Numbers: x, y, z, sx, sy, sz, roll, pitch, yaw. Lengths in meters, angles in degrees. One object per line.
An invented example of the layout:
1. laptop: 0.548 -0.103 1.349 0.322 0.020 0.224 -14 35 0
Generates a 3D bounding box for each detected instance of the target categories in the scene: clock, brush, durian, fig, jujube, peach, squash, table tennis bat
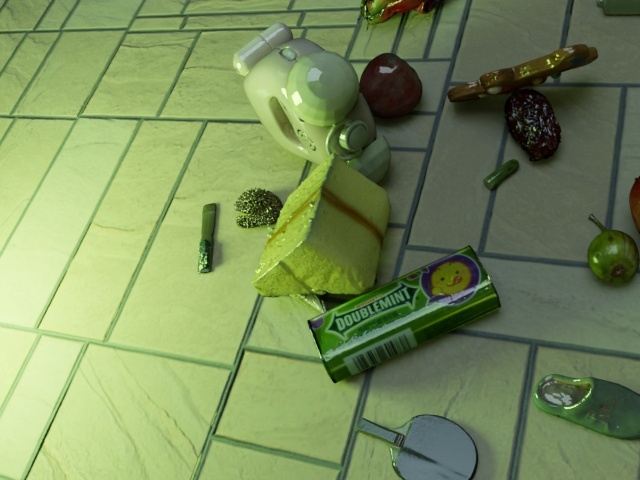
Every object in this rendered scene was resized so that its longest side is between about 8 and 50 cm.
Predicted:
1. clock: -0.009 -0.280 1.537 0.184 0.342 0.325 -46 48 -6
2. brush: -0.262 -0.011 1.636 0.034 0.028 0.190 -9 55 12
3. durian: -0.136 -0.074 1.607 0.140 0.071 0.110 17 66 23
4. fig: 0.528 -0.004 1.306 0.093 0.093 0.166 -5 56 17
5. jujube: 0.446 -0.246 1.493 0.104 0.104 0.166 -25 60 3
6. peach: 0.150 -0.352 1.647 0.152 0.152 0.152 -9 55 14
7. squash: 0.377 -0.140 1.488 0.083 0.027 0.027 -38 54 -6
8. table tennis bat: 0.164 0.356 1.244 0.220 0.019 0.130 16 64 26

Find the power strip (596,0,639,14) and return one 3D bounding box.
1. power strip: 0.790 -0.551 1.589 0.338 0.058 0.098 8 61 24

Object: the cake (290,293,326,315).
1. cake: -0.021 0.122 1.448 0.065 0.052 0.121 -27 54 -5

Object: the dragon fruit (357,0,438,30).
1. dragon fruit: 0.201 -0.650 1.802 0.233 0.233 0.293 38 107 35

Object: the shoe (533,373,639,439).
1. shoe: 0.443 0.262 1.169 0.195 0.078 0.079 10 62 30

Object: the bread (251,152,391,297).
1. bread: 0.000 0.000 1.454 0.236 0.198 0.263 -31 30 42

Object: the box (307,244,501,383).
1. box: 0.150 0.137 1.344 0.345 0.097 0.134 -25 51 4

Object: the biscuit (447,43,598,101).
1. biscuit: 0.419 -0.343 1.522 0.324 0.205 0.049 -10 95 34

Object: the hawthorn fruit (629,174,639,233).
1. hawthorn fruit: 0.637 -0.075 1.272 0.169 0.169 0.188 3 47 22
